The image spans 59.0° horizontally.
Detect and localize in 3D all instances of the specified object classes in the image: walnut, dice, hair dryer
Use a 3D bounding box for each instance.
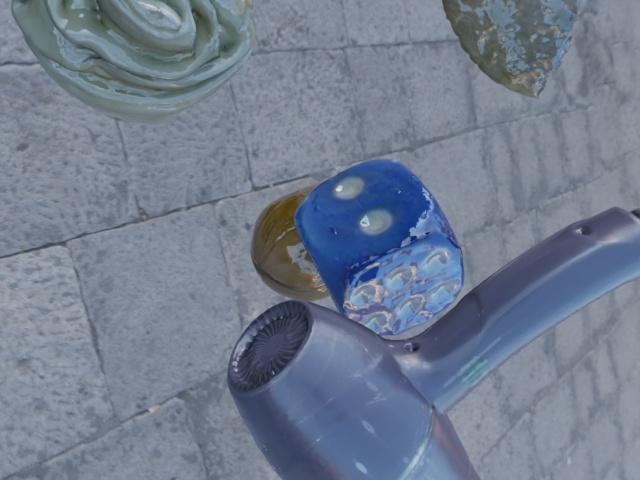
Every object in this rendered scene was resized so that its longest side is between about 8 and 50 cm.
[{"bbox_3d":[0.000,0.000,0.822,0.207,0.167,0.167,-22,105,-25],"label":"walnut"},{"bbox_3d":[0.063,0.008,0.616,0.143,0.146,0.146,-27,135,0],"label":"dice"},{"bbox_3d":[0.150,0.089,0.395,0.361,0.121,0.301,-38,117,8],"label":"hair dryer"}]

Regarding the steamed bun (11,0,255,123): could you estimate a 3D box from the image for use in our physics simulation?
[{"bbox_3d":[-0.267,-0.313,0.790,0.310,0.324,0.219,49,17,-26],"label":"steamed bun"}]

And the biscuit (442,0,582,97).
[{"bbox_3d":[0.170,-0.243,0.462,0.032,0.133,0.250,-72,175,-48],"label":"biscuit"}]
